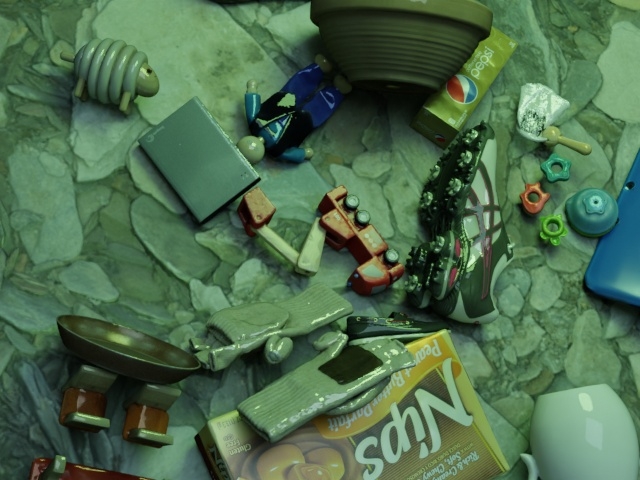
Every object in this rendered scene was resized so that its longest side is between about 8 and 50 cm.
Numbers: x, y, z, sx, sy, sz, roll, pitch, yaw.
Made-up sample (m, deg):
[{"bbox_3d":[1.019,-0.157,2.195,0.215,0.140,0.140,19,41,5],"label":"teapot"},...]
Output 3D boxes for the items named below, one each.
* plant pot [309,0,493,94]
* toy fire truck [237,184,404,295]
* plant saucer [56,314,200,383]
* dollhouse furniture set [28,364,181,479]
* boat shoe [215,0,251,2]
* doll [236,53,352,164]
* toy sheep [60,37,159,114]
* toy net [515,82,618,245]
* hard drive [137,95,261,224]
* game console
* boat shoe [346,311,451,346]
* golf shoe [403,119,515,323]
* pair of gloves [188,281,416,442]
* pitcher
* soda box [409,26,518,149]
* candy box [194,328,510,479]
[{"bbox_3d":[0.100,-0.252,1.581,0.237,0.237,0.109,6,88,-13],"label":"plant pot"},{"bbox_3d":[0.000,0.000,1.525,0.135,0.047,0.192,-31,79,-25],"label":"toy fire truck"},{"bbox_3d":[-0.217,0.124,1.359,0.168,0.168,0.029,18,92,-7],"label":"plant saucer"},{"bbox_3d":[-0.292,0.273,1.299,0.259,0.135,0.262,17,63,-21],"label":"dollhouse furniture set"},{"bbox_3d":[-0.016,-0.402,1.658,0.324,0.120,0.122,-15,72,-21],"label":"boat shoe"},{"bbox_3d":[-0.046,-0.164,1.584,0.129,0.046,0.189,46,62,-6],"label":"doll"},{"bbox_3d":[-0.264,-0.210,1.525,0.132,0.091,0.091,18,63,-2],"label":"toy sheep"},{"bbox_3d":[0.314,-0.105,1.667,0.122,0.045,0.232,-21,70,-1],"label":"toy net"},{"bbox_3d":[-0.152,-0.101,1.523,0.094,0.022,0.135,-38,80,-2],"label":"hard drive"},{"bbox_3d":[0.534,0.026,1.676,0.250,0.173,0.293,46,59,-28],"label":"game console"},{"bbox_3d":[0.097,0.107,1.503,0.133,0.049,0.042,-3,76,-12],"label":"boat shoe"},{"bbox_3d":[0.192,-0.022,1.574,0.120,0.105,0.272,26,67,-22],"label":"golf shoe"},{"bbox_3d":[-0.028,0.124,1.395,0.204,0.042,0.240,-19,32,-21],"label":"pair of gloves"},{"bbox_3d":[0.296,0.284,1.451,0.178,0.125,0.207,-9,80,-3],"label":"pitcher"},{"bbox_3d":[0.197,-0.214,1.670,0.061,0.058,0.181,35,62,1],"label":"soda box"},{"bbox_3d":[0.038,0.243,1.402,0.316,0.087,0.183,-18,77,-23],"label":"candy box"}]
